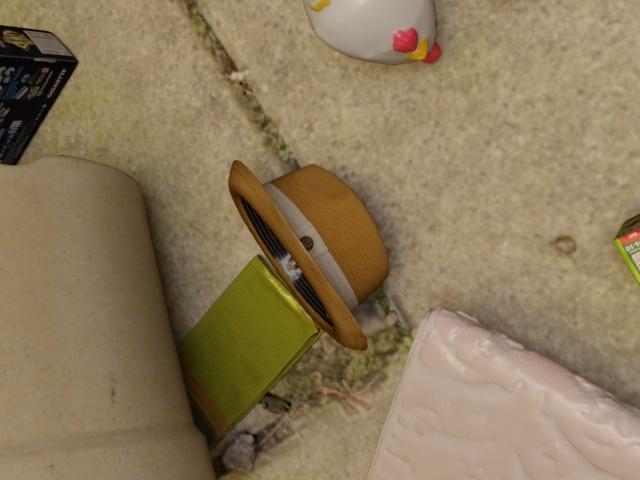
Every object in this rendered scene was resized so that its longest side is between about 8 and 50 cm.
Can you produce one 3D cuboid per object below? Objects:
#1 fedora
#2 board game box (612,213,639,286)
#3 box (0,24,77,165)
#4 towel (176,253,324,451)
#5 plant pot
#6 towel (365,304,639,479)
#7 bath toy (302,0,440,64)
[{"bbox_3d":[0.000,0.000,0.689,0.079,0.194,0.194,-35,81,-11],"label":"fedora"},{"bbox_3d":[0.298,-0.031,0.556,0.181,0.092,0.043,-32,86,26],"label":"board game box"},{"bbox_3d":[-0.364,-0.113,0.807,0.051,0.175,0.220,46,114,12],"label":"box"},{"bbox_3d":[-0.102,0.129,0.810,0.102,0.021,0.237,47,114,11],"label":"towel"},{"bbox_3d":[-0.259,0.100,0.728,0.334,0.334,0.305,-14,75,26],"label":"plant pot"},{"bbox_3d":[0.188,0.247,0.633,0.332,0.053,0.317,28,124,22],"label":"towel"},{"bbox_3d":[0.139,-0.251,0.585,0.348,0.129,0.151,-41,36,23],"label":"bath toy"}]
